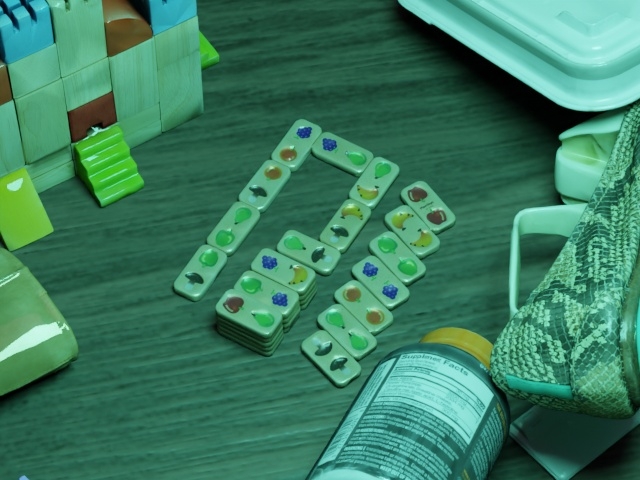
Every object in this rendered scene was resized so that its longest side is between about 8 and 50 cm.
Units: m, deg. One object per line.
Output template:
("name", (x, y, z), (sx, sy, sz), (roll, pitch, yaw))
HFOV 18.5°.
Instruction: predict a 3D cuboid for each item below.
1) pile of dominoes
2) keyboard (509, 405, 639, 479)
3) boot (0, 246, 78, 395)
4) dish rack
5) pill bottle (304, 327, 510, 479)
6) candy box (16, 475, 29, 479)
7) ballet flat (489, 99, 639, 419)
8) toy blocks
("pile of dominoes", (0.000, 0.000, 1.816), (0.196, 0.040, 0.251), (25, 58, 17))
("keyboard", (0.281, 0.121, 1.752), (0.256, 0.014, 0.072), (-35, 67, -23))
("boot", (-0.387, 0.082, 1.729), (0.269, 0.089, 0.236), (-31, 71, -21))
("dish rack", (0.258, -0.264, 1.880), (0.285, 0.072, 0.333), (-29, 42, -20))
("pill bottle", (0.079, 0.171, 1.620), (0.130, 0.130, 0.245), (20, 37, 13))
("candy box", (-0.260, 0.312, 1.570), (0.196, 0.070, 0.165), (-36, 63, -24))
("ballet flat", (0.264, -0.022, 1.746), (0.182, 0.164, 0.483), (2, 36, 28))
("toy blocks", (-0.258, -0.170, 1.799), (0.381, 0.261, 0.191), (-27, 59, -19))
